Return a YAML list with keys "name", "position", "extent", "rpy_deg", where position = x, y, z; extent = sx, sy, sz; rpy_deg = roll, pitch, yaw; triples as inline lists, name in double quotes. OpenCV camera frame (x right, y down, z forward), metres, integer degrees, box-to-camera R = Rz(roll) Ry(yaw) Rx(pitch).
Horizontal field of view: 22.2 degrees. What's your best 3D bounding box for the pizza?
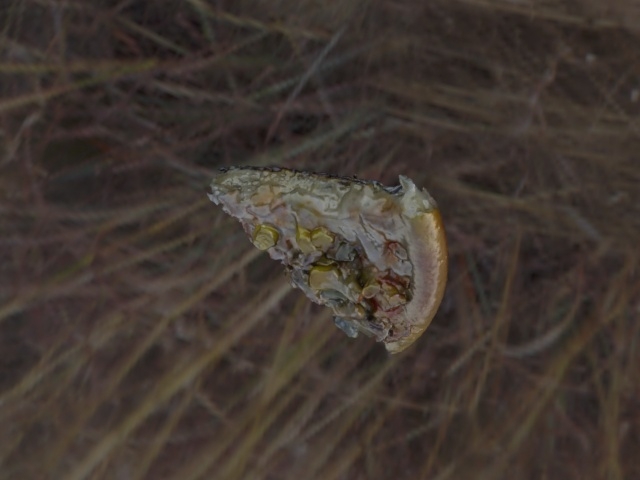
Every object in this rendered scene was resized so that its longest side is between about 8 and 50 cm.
- name: "pizza"
  position: [0.000, 0.000, 1.179]
  extent: [0.195, 0.052, 0.185]
  rpy_deg: [26, 142, 16]
